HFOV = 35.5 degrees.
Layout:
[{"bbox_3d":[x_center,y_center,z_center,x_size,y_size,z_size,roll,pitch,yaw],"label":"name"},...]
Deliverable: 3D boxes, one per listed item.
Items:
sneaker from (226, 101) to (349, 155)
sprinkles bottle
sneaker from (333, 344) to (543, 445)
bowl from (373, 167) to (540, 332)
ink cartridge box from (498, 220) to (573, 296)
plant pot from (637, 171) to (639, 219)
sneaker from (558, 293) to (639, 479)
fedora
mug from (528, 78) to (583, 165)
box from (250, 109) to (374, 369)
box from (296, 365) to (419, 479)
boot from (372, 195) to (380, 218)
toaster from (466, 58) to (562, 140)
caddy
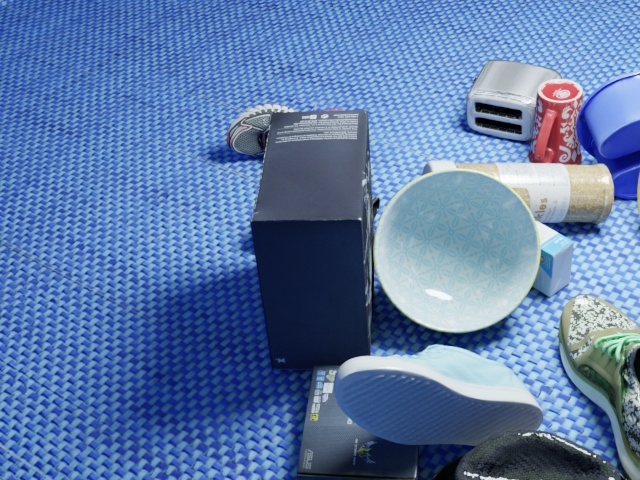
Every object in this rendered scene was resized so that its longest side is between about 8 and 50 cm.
[{"bbox_3d":[-0.058,-0.227,2.191,0.299,0.120,0.112,-2,42,4],"label":"sneaker"},{"bbox_3d":[0.376,-0.092,1.928,0.356,0.121,0.121,0,39,-7],"label":"sprinkles bottle"},{"bbox_3d":[0.166,0.225,1.548,0.366,0.135,0.150,18,25,-29],"label":"sneaker"},{"bbox_3d":[0.238,0.021,1.804,0.290,0.289,0.156,-6,-3,1],"label":"bowl"},{"bbox_3d":[0.378,0.013,1.858,0.060,0.104,0.180,-31,46,-27],"label":"ink cartridge box"},{"bbox_3d":[0.748,-0.081,1.819,0.239,0.254,0.254,-6,39,-13],"label":"plant pot"},{"bbox_3d":[0.497,0.200,1.559,0.158,0.182,0.410,-12,40,-7],"label":"sneaker"},{"bbox_3d":[0.303,0.370,1.407,0.334,0.152,0.334,-4,40,3],"label":"fedora"},{"bbox_3d":[0.496,-0.232,2.083,0.113,0.169,0.150,-1,40,6],"label":"mug"},{"bbox_3d":[0.000,0.000,1.741,0.179,0.343,0.312,0,41,6],"label":"box"},{"bbox_3d":[0.067,0.301,1.592,0.184,0.059,0.232,2,40,8],"label":"box"},{"bbox_3d":[-0.003,-0.049,2.007,0.161,0.083,0.246,31,54,29],"label":"boot"},{"bbox_3d":[0.419,-0.313,2.224,0.227,0.129,0.146,16,47,23],"label":"toaster"},{"bbox_3d":[0.685,-0.232,1.983,0.342,0.241,0.179,-14,43,16],"label":"caddy"}]
